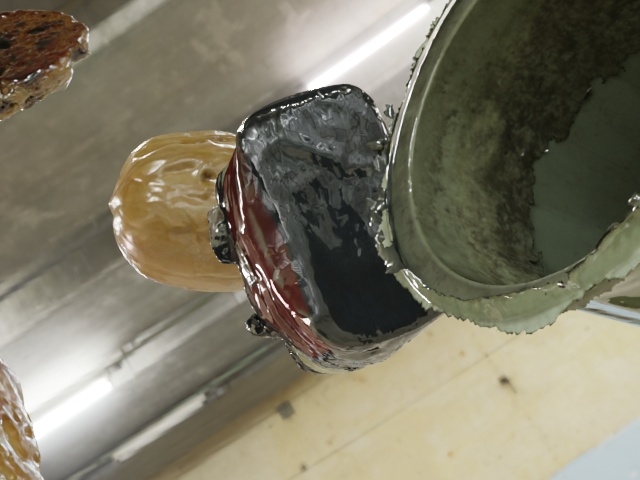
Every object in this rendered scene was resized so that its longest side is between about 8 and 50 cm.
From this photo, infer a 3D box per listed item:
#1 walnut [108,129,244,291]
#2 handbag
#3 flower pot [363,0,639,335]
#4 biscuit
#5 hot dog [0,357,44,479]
[{"bbox_3d":[-0.137,-0.035,1.204,0.221,0.195,0.195,3,-30,-13],"label":"walnut"},{"bbox_3d":[0.000,0.000,0.956,0.181,0.254,0.181,-23,-9,-19],"label":"handbag"},{"bbox_3d":[0.211,-0.051,0.637,0.259,0.290,0.290,21,-50,-31],"label":"flower pot"},{"bbox_3d":[-0.552,-0.294,1.759,0.334,0.289,0.081,-39,-42,-29],"label":"biscuit"},{"bbox_3d":[-0.302,0.237,0.708,0.185,0.405,0.223,-36,-33,11],"label":"hot dog"}]
